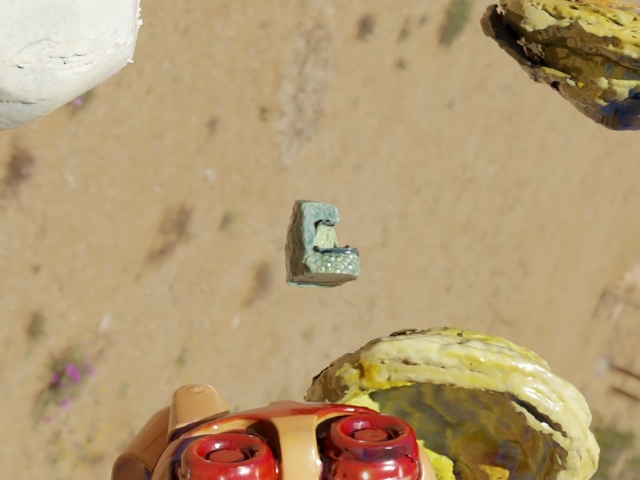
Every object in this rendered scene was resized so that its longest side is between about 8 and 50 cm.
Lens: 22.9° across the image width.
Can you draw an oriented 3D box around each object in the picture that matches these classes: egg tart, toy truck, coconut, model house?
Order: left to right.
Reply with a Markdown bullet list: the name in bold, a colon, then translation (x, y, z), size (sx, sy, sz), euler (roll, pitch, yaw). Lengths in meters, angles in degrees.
- **coconut**: translation (-0.169, -0.142, 0.828), size (0.162, 0.161, 0.161), euler (-40, 152, -53)
- **toy truck**: translation (-0.041, 0.214, 1.330), size (0.239, 0.264, 0.189), euler (-121, -150, -70)
- **model house**: translation (0.000, 0.000, 1.520), size (0.079, 0.066, 0.083), euler (148, -56, -67)
- **egg tart**: translation (0.118, 0.162, 1.430), size (0.279, 0.278, 0.095), euler (100, 6, -48)
- **egg tart**: translation (0.306, -0.189, 1.623), size (0.297, 0.297, 0.132), euler (-34, 140, -66)
